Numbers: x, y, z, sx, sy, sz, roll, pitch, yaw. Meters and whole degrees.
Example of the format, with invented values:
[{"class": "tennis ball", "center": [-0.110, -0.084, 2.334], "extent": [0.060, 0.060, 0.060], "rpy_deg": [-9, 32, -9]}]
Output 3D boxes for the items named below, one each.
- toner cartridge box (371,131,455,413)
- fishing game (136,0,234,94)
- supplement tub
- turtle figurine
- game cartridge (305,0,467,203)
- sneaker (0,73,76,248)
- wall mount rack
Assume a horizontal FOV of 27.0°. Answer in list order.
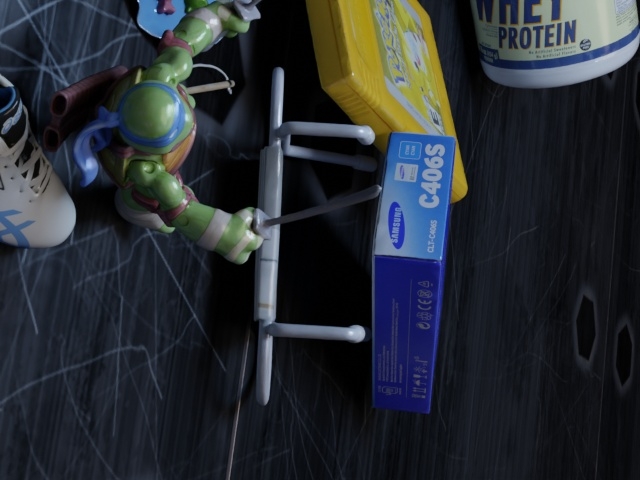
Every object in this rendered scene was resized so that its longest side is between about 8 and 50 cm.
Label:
[{"class": "toner cartridge box", "center": [0.103, 0.047, 1.524], "extent": [0.348, 0.075, 0.165], "rpy_deg": [87, 10, -56]}, {"class": "fishing game", "center": [-0.124, -0.268, 1.276], "extent": [0.189, 0.041, 0.264], "rpy_deg": [-19, 108, -58]}, {"class": "supplement tub", "center": [0.321, -0.404, 1.903], "extent": [0.235, 0.235, 0.325], "rpy_deg": [-48, 131, -51]}, {"class": "turtle figurine", "center": [-0.080, -0.086, 1.096], "extent": [0.275, 0.266, 0.198], "rpy_deg": [-31, 95, -14]}, {"class": "game cartridge", "center": [0.069, -0.224, 1.532], "extent": [0.324, 0.053, 0.285], "rpy_deg": [41, 35, -57]}, {"class": "sneaker", "center": [-0.245, -0.070, 1.001], "extent": [0.237, 0.086, 0.085], "rpy_deg": [58, 40, -47]}, {"class": "wall mount rack", "center": [0.000, 0.000, 1.428], "extent": [0.304, 0.130, 0.350], "rpy_deg": [88, 5, -87]}]
